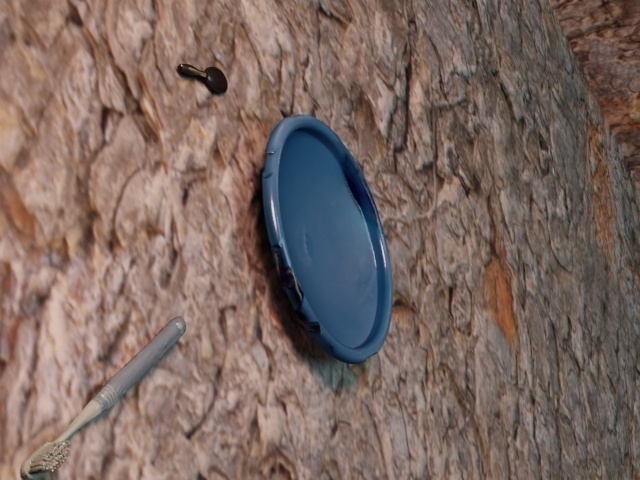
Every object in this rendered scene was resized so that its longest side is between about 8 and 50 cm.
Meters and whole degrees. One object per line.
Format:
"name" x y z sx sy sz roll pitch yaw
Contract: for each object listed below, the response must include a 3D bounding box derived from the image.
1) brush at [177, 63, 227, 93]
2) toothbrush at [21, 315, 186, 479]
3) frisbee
"brush" -0.101 -0.144 1.108 0.083 0.008 0.024 9 71 -64
"toothbrush" -0.140 0.101 0.862 0.016 0.019 0.219 64 26 -11
"frisbee" 0.000 0.000 1.195 0.242 0.045 0.242 43 39 -50
